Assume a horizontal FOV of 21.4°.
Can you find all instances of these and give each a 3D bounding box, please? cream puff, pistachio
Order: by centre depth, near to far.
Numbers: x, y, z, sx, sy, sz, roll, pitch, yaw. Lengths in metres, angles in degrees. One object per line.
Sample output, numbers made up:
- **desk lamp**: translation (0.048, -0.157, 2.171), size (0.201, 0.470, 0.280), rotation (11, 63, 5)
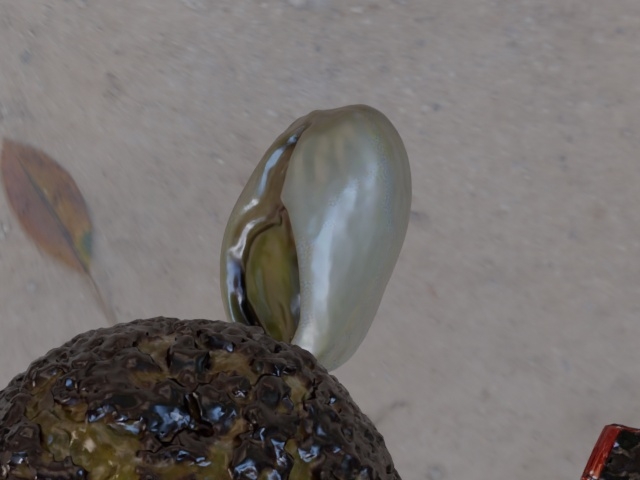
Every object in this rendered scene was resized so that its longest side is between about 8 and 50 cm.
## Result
- **cream puff**: translation (-0.071, 0.155, 0.806), size (0.239, 0.165, 0.239), rotation (-1, 94, -7)
- **pistachio**: translation (0.000, 0.000, 1.366), size (0.153, 0.137, 0.238), rotation (34, 67, -29)

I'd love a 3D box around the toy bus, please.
- **toy bus**: translation (0.242, 0.230, 1.342), size (0.089, 0.195, 0.081), rotation (22, 55, 15)
